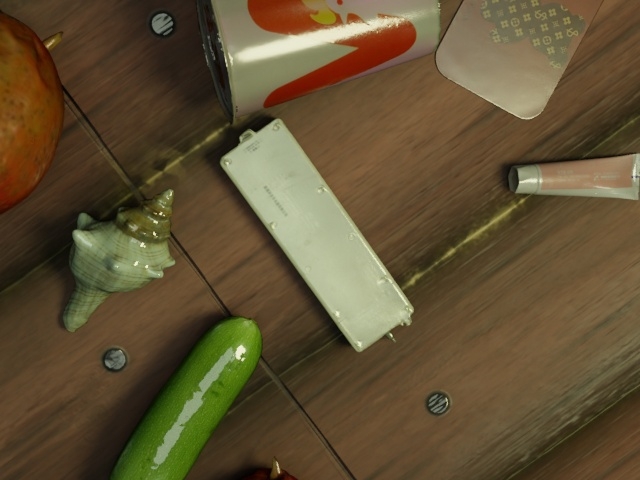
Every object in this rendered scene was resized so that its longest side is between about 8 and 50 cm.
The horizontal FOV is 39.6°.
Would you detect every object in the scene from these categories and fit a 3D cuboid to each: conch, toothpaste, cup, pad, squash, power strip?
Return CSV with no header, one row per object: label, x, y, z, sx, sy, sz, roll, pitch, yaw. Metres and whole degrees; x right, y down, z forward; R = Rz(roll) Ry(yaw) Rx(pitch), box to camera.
conch,-0.282,0.013,1.187,0.234,0.114,0.137,-29,85,4
toothpaste,0.367,-0.090,1.270,0.194,0.043,0.067,-1,95,-11
cup,-0.003,-0.278,1.149,0.288,0.203,0.203,-14,98,-11
pad,0.291,-0.320,1.253,0.181,0.004,0.267,27,94,-7
squash,-0.201,0.263,1.226,0.101,0.101,0.379,33,94,-8
power strip,0.000,0.000,1.243,0.106,0.043,0.367,-35,98,0

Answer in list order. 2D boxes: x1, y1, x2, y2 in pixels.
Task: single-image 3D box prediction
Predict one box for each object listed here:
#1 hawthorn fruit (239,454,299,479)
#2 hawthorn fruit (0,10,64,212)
hawthorn fruit,-0.074,0.413,1.227,0.173,0.173,0.179,44,92,-8
hawthorn fruit,-0.434,-0.173,1.088,0.277,0.277,0.298,47,68,-8
